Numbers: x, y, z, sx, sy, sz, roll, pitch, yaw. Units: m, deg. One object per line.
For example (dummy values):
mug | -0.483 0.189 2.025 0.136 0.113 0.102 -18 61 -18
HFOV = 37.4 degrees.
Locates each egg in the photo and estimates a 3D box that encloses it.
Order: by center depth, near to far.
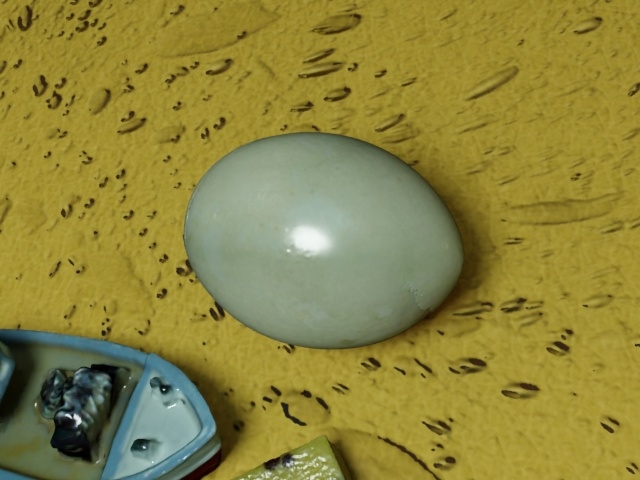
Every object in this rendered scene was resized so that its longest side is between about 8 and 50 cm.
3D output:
egg | 0.000 0.000 0.818 0.253 0.186 0.186 7 62 21

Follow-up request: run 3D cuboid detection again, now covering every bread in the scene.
bread | -0.076 0.245 0.776 0.226 0.049 0.088 -26 58 -1

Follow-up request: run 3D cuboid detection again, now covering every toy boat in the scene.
toy boat | -0.236 0.146 0.827 0.332 0.133 0.145 8 62 18
